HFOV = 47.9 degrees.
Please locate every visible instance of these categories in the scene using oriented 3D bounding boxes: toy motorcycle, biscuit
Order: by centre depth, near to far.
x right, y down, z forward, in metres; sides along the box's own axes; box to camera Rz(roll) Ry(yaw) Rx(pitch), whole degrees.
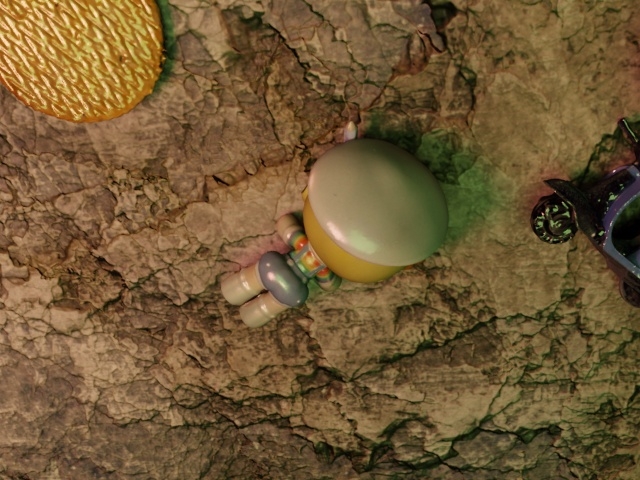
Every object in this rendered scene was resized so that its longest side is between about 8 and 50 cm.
[{"bbox_3d":[-0.348,-0.291,1.026,0.254,0.035,0.253,-6,111,-17],"label":"biscuit"},{"bbox_3d":[0.494,-0.015,1.093,0.359,0.125,0.212,34,105,-13],"label":"toy motorcycle"}]

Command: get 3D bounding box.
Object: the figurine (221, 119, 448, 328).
[{"bbox_3d":[0.018,0.026,1.100,0.224,0.205,0.382,40,113,0],"label":"figurine"}]
